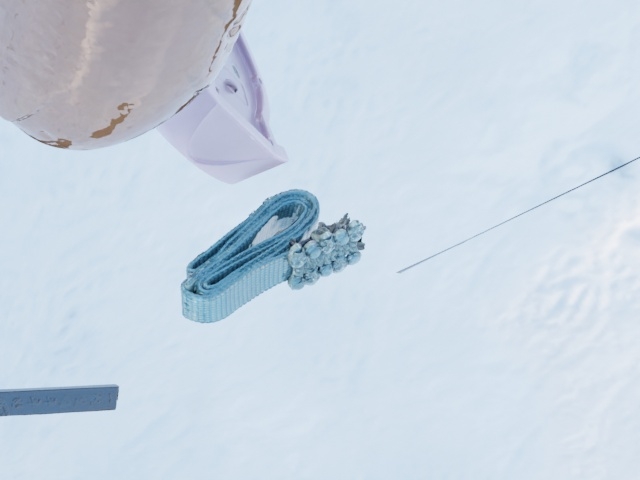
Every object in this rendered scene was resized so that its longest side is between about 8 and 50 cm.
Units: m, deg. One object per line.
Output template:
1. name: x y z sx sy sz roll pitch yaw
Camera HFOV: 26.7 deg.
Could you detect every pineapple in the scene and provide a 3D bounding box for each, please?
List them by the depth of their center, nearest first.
1. pineapple: 0.000 0.000 1.742 0.159 0.074 0.074 -9 81 -46

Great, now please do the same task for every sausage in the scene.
1. sausage: -0.070 -0.143 0.520 0.121 0.304 0.121 8 62 -14

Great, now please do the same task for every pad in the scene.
1. pad: 0.152 -0.025 0.924 0.190 0.127 0.004 -24 87 -17

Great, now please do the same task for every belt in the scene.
1. belt: -0.053 0.024 1.283 0.100 0.065 0.179 36 56 24

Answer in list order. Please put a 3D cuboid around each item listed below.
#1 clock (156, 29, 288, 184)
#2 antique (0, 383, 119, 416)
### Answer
1. clock: -0.155 -0.222 1.413 0.080 0.290 0.275 -24 66 13
2. antique: -0.325 0.186 1.559 0.192 0.015 0.031 1 98 -29
